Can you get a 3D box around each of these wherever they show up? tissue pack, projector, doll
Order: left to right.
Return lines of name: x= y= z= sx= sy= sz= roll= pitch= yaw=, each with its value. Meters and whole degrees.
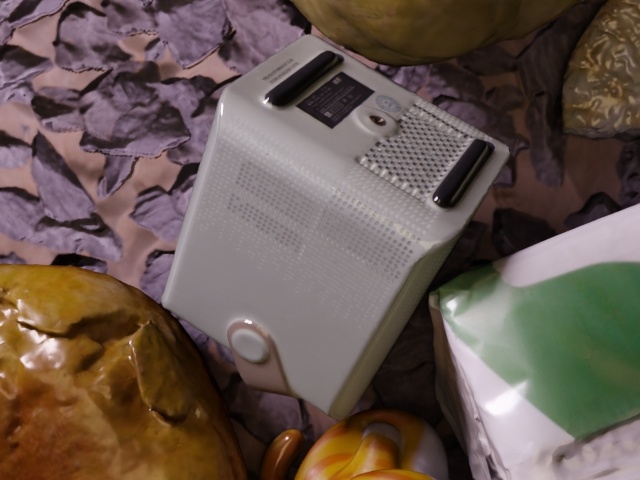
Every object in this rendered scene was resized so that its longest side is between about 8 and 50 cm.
projector: x=0.000 y=0.000 z=0.613 sx=0.177 sy=0.163 sz=0.242 roll=32 pitch=133 yaw=10
doll: x=0.047 y=0.230 z=0.627 sx=0.162 sy=0.269 sz=0.166 roll=-28 pitch=93 yaw=-3
tissue pack: x=0.266 y=0.084 z=0.609 sx=0.357 sy=0.266 sz=0.193 roll=-21 pitch=67 yaw=-1

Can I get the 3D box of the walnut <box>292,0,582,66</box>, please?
walnut: x=0.094 y=-0.272 z=0.581 sx=0.253 sy=0.282 sz=0.276 roll=-12 pitch=109 yaw=39

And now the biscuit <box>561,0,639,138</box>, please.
biscuit: x=0.328 y=-0.151 z=0.709 sx=0.266 sy=0.040 sz=0.188 roll=-21 pitch=96 yaw=2

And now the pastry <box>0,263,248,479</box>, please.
pastry: x=-0.224 y=0.187 z=0.666 sx=0.356 sy=0.164 sz=0.355 roll=-1 pitch=98 yaw=-4
